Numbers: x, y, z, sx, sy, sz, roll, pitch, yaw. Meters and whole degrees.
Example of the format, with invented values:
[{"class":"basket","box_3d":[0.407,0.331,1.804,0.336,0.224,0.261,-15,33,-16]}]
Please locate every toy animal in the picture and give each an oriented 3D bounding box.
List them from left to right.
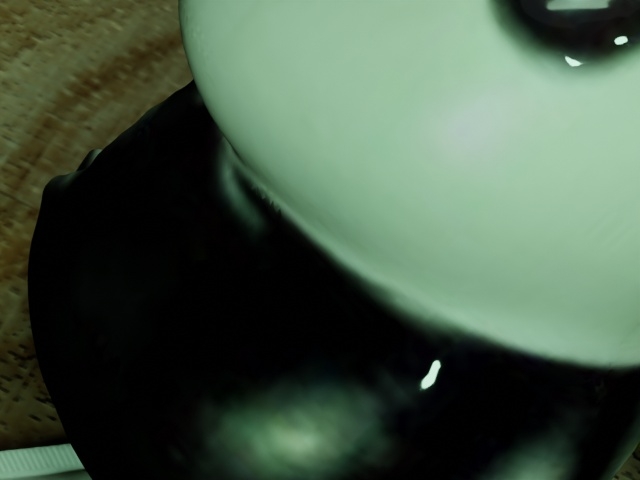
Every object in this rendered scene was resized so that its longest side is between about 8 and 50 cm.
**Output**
[{"class":"toy animal","box_3d":[0.056,-0.023,0.689,0.251,0.310,0.251,21,44,-22]}]

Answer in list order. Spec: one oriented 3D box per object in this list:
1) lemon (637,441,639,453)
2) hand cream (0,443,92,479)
[{"class":"lemon","box_3d":[0.233,0.055,0.783,0.219,0.240,0.240,34,40,15]},{"class":"hand cream","box_3d":[-0.092,0.153,0.634,0.133,0.083,0.248,0,38,-35]}]
